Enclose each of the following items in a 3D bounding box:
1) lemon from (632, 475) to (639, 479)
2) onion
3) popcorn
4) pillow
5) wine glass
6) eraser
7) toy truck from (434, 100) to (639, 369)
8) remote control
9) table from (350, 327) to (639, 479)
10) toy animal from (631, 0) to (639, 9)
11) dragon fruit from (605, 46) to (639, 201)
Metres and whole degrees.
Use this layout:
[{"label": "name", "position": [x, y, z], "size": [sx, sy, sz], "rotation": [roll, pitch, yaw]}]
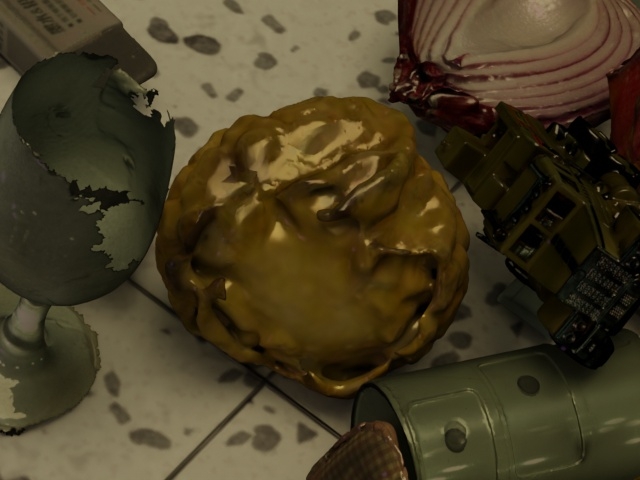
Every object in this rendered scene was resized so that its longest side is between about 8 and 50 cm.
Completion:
[{"label": "lemon", "position": [0.288, 0.296, 1.162], "size": [0.364, 0.364, 0.364], "rotation": [6, 52, -8]}, {"label": "onion", "position": [0.154, -0.160, 1.607], "size": [0.283, 0.120, 0.227], "rotation": [-29, 66, -33]}, {"label": "popcorn", "position": [0.000, 0.000, 1.396], "size": [0.250, 0.250, 0.190], "rotation": [4, 15, -9]}, {"label": "pillow", "position": [0.036, 0.239, 1.280], "size": [0.034, 0.135, 0.211], "rotation": [8, 48, -31]}, {"label": "wine glass", "position": [-0.197, 0.007, 1.285], "size": [0.143, 0.321, 0.143], "rotation": [10, 54, -14]}, {"label": "eraser", "position": [-0.284, -0.233, 1.607], "size": [0.089, 0.061, 0.352], "rotation": [-32, 66, -31]}, {"label": "toy truck", "position": [0.180, -0.018, 1.381], "size": [0.127, 0.127, 0.257], "rotation": [32, 16, -26]}, {"label": "remote control", "position": [0.219, 0.022, 1.542], "size": [0.061, 0.029, 0.162], "rotation": [37, 54, 13]}, {"label": "table", "position": [0.147, 0.149, 1.370], "size": [0.220, 0.126, 0.126], "rotation": [-10, 56, -20]}, {"label": "toy animal", "position": [0.316, -0.299, 1.750], "size": [0.166, 0.138, 0.179], "rotation": [13, 41, -27]}, {"label": "dragon fruit", "position": [0.374, -0.034, 1.493], "size": [0.269, 0.250, 0.291], "rotation": [-2, 67, -43]}]
